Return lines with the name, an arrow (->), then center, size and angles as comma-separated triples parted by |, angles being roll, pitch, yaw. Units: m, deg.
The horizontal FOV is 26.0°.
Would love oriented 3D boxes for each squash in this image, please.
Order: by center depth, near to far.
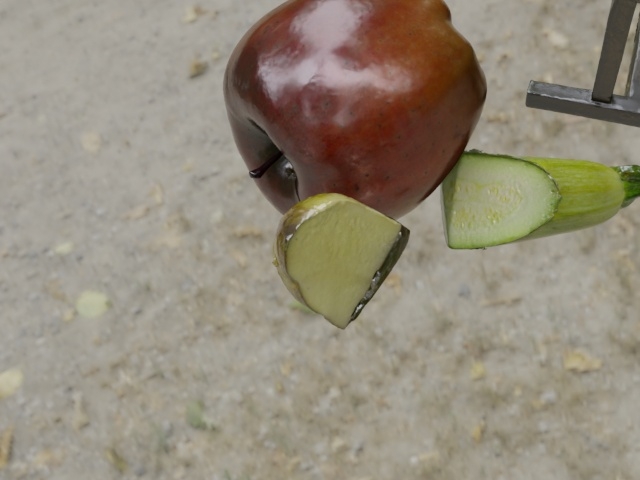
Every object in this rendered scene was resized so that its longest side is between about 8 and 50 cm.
squash -> 0.209, -0.042, 1.248 | 0.200, 0.075, 0.090 | -6, 67, 2

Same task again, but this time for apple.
apple -> 0.028, -0.118, 1.190 | 0.234, 0.234, 0.234 | -10, 40, 9

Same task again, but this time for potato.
potato -> 0.000, 0.000, 1.037 | 0.066, 0.103, 0.096 | 27, 80, 46

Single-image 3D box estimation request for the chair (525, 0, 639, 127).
chair -> 0.427, -0.220, 1.325 | 0.416, 0.241, 0.203 | 12, 61, 7
